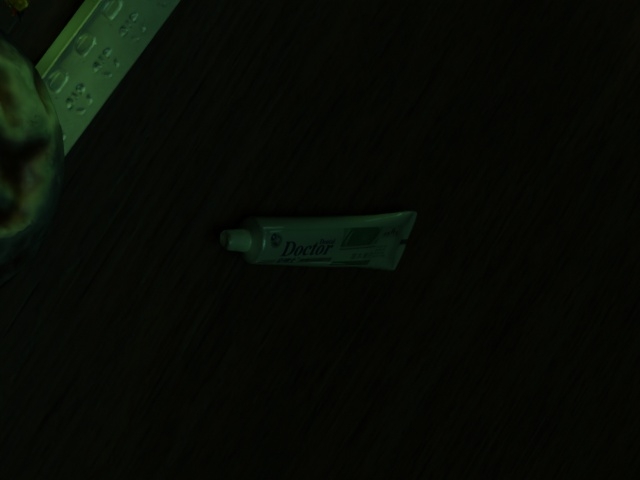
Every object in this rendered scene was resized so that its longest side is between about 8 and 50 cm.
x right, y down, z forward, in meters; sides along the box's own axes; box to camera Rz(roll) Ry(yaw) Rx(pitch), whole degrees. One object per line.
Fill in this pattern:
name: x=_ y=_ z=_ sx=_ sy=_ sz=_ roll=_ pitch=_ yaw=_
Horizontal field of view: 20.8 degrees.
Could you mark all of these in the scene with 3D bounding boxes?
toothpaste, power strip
toothpaste: x=0.000 y=0.000 z=1.551 sx=0.218 sy=0.041 sz=0.064 roll=0 pitch=118 yaw=-41
power strip: x=-0.168 y=-0.161 z=1.363 sx=0.252 sy=0.027 sz=0.060 roll=-55 pitch=130 yaw=-9

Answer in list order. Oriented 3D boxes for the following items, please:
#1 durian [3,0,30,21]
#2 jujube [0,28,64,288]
durian: x=-0.237 y=-0.266 z=1.129 sx=0.193 sy=0.138 sz=0.237 roll=-32 pitch=89 yaw=-35
jujube: x=-0.330 y=-0.059 z=1.147 sx=0.308 sy=0.215 sz=0.246 roll=-5 pitch=112 yaw=-32
